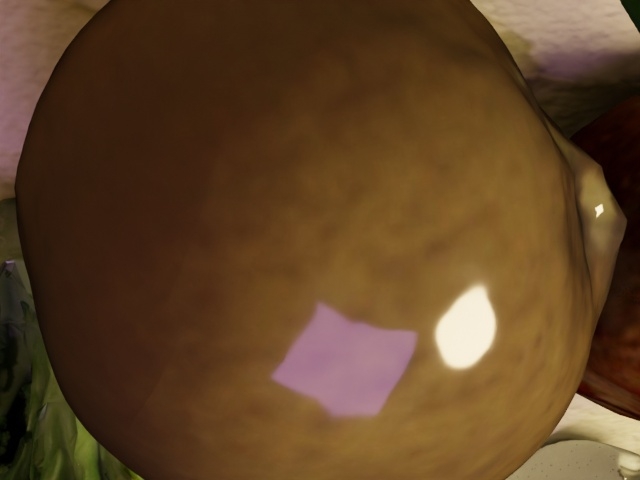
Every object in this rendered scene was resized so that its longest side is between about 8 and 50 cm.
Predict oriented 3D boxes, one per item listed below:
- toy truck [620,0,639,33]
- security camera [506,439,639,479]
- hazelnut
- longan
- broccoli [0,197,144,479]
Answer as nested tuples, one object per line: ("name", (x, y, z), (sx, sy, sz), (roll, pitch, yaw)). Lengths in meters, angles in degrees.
("toy truck", (0.213, -0.106, 0.997), (0.101, 0.243, 0.125), (-32, 177, 24))
("security camera", (0.253, 0.271, 1.552), (0.194, 0.195, 0.236), (-36, 138, 28))
("hazelnut", (0.210, 0.007, 1.161), (0.218, 0.218, 0.234), (3, -178, -21))
("longan", (0.000, 0.000, 1.005), (0.318, 0.319, 0.319), (-9, 144, -6))
("broccoli", (-0.143, 0.118, 1.186), (0.307, 0.308, 0.275), (-9, 120, -6))
